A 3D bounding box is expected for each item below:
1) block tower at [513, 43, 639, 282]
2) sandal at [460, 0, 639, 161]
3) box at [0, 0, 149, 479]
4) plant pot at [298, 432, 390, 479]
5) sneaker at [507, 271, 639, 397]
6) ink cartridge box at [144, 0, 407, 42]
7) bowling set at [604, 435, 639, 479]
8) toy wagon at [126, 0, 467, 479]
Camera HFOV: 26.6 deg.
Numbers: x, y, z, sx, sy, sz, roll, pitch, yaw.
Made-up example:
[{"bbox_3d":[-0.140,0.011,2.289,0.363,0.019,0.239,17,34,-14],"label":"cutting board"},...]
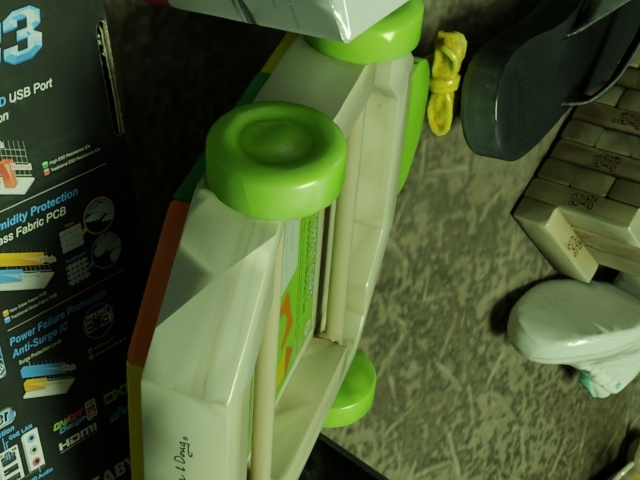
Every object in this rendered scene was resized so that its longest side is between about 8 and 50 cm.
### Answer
[{"bbox_3d":[0.269,-0.123,0.966,0.335,0.097,0.091,-58,137,-11],"label":"block tower"},{"bbox_3d":[0.173,-0.127,0.869,0.254,0.054,0.097,-48,138,-38],"label":"sandal"},{"bbox_3d":[-0.203,0.037,0.537,0.295,0.073,0.293,-30,125,-36],"label":"box"},{"bbox_3d":[0.005,0.259,0.783,0.188,0.187,0.167,-41,145,-29],"label":"plant pot"},{"bbox_3d":[0.207,0.078,1.001,0.212,0.080,0.094,-10,124,-46],"label":"sneaker"},{"bbox_3d":[-0.012,-0.148,0.607,0.109,0.150,0.063,-39,130,-30],"label":"ink cartridge box"},{"bbox_3d":[0.317,0.323,1.130,0.154,0.199,0.287,-42,136,-30],"label":"bowling set"},{"bbox_3d":[0.000,0.000,0.685,0.344,0.068,0.267,-63,163,-47],"label":"toy wagon"}]
